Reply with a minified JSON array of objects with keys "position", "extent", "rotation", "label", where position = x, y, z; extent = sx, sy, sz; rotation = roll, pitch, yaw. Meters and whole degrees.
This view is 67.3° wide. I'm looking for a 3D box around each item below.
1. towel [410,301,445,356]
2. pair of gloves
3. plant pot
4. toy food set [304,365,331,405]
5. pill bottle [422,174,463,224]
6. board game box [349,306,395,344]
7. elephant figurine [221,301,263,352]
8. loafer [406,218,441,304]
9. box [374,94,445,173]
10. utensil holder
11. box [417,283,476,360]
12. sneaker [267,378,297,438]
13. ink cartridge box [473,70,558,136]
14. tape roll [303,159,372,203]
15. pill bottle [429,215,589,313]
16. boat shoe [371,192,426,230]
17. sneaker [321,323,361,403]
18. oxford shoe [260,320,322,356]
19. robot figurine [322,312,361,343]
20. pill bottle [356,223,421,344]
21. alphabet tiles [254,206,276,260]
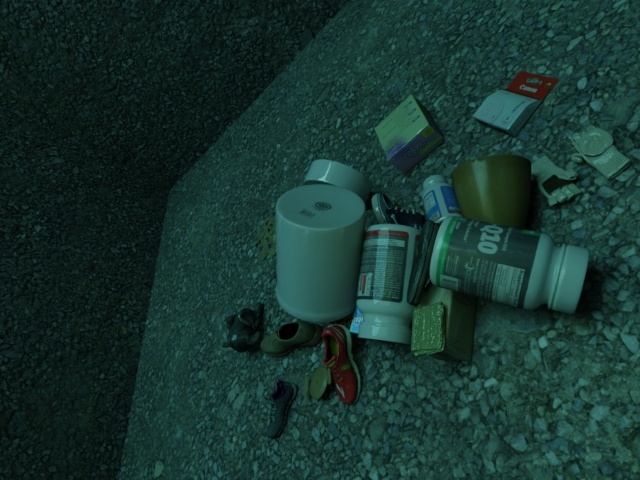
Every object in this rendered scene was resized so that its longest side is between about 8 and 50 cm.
[{"position":[0.308,0.253,1.371],"extent":[0.110,0.027,0.148],"rotation":[-21,51,42],"label":"towel"},{"position":[0.743,-0.223,1.408],"extent":[0.240,0.042,0.204],"rotation":[-37,41,29],"label":"pair of gloves"},{"position":[0.529,-0.095,1.454],"extent":[0.237,0.237,0.255],"rotation":[-18,67,44],"label":"plant pot"},{"position":[0.002,0.525,1.780],"extent":[0.192,0.038,0.133],"rotation":[-50,26,37],"label":"toy food set"},{"position":[0.422,-0.121,1.667],"extent":[0.124,0.124,0.222],"rotation":[-35,41,31],"label":"pill bottle"},{"position":[0.206,0.241,1.683],"extent":[0.160,0.047,0.211],"rotation":[9,71,22],"label":"board game box"},{"position":[-0.358,0.385,2.225],"extent":[0.169,0.186,0.240],"rotation":[-13,62,4],"label":"elephant figurine"},{"position":[0.326,0.069,1.436],"extent":[0.096,0.084,0.268],"rotation":[111,175,-75],"label":"loafer"},{"position":[0.362,-0.438,1.980],"extent":[0.213,0.117,0.243],"rotation":[-41,38,25],"label":"box"},{"position":[-0.001,0.038,1.705],"extent":[0.328,0.327,0.386],"rotation":[-120,27,-52],"label":"utensil holder"},{"position":[0.386,0.194,1.465],"extent":[0.121,0.148,0.312],"rotation":[-12,58,46],"label":"box"},{"position":[-0.177,0.654,1.880],"extent":[0.083,0.098,0.224],"rotation":[4,68,53],"label":"sneaker"},{"position":[0.675,-0.494,1.681],"extent":[0.232,0.066,0.189],"rotation":[-57,34,12],"label":"ink cartridge box"},{"position":[0.073,-0.232,2.051],"extent":[0.286,0.286,0.100],"rotation":[5,70,53],"label":"tape roll"},{"position":[0.492,0.065,1.273],"extent":[0.360,0.204,0.204],"rotation":[13,74,24],"label":"pill bottle"},{"position":[0.310,-0.077,1.796],"extent":[0.158,0.127,0.341],"rotation":[-34,49,23],"label":"boat shoe"},{"position":[0.056,0.435,1.674],"extent":[0.107,0.118,0.279],"rotation":[-21,77,37],"label":"sneaker"},{"position":[-0.154,0.396,2.010],"extent":[0.348,0.130,0.123],"rotation":[-28,46,38],"label":"oxford shoe"},{"position":[0.082,0.280,1.838],"extent":[0.211,0.085,0.291],"rotation":[-54,35,10],"label":"robot figurine"},{"position":[0.227,0.144,1.560],"extent":[0.210,0.210,0.363],"rotation":[-5,72,50],"label":"pill bottle"},{"position":[-0.232,-0.065,2.552],"extent":[0.343,0.011,0.285],"rotation":[-53,35,11],"label":"alphabet tiles"}]
